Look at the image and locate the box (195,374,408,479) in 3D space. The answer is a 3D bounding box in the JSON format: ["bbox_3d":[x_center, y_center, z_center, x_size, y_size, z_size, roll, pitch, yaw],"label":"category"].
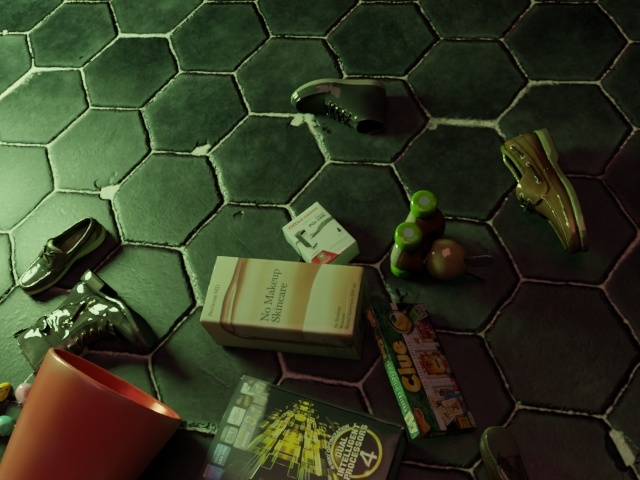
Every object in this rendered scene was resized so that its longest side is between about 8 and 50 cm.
[{"bbox_3d":[-0.060,0.460,1.235,0.318,0.097,0.395,13,63,20],"label":"box"}]

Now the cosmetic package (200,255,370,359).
[{"bbox_3d":[-0.062,0.129,1.412,0.296,0.129,0.153,2,61,13],"label":"cosmetic package"}]

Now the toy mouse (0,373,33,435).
[{"bbox_3d":[-0.620,0.336,1.459,0.161,0.031,0.143,-41,61,-13],"label":"toy mouse"}]

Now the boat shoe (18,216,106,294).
[{"bbox_3d":[-0.578,0.025,1.609,0.223,0.073,0.080,-40,60,-13],"label":"boat shoe"}]

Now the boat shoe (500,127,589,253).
[{"bbox_3d":[0.444,-0.090,1.461,0.104,0.111,0.307,-14,48,7],"label":"boat shoe"}]

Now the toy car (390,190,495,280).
[{"bbox_3d":[0.242,0.017,1.411,0.188,0.155,0.149,24,67,13],"label":"toy car"}]

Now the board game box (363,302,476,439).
[{"bbox_3d":[0.177,0.228,1.320,0.136,0.030,0.260,2,52,-31],"label":"board game box"}]

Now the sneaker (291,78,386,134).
[{"bbox_3d":[0.041,-0.302,1.673,0.222,0.083,0.118,-4,60,8],"label":"sneaker"}]

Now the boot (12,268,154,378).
[{"bbox_3d":[-0.485,0.205,1.490,0.263,0.091,0.229,36,78,31],"label":"boot"}]

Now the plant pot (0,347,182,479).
[{"bbox_3d":[-0.419,0.360,1.285,0.274,0.275,0.243,24,77,23],"label":"plant pot"}]

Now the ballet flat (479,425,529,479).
[{"bbox_3d":[0.319,0.432,1.205,0.084,0.058,0.250,-7,62,-18],"label":"ballet flat"}]

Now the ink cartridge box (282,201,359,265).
[{"bbox_3d":[0.000,0.000,1.518,0.099,0.056,0.135,-38,60,-11],"label":"ink cartridge box"}]
